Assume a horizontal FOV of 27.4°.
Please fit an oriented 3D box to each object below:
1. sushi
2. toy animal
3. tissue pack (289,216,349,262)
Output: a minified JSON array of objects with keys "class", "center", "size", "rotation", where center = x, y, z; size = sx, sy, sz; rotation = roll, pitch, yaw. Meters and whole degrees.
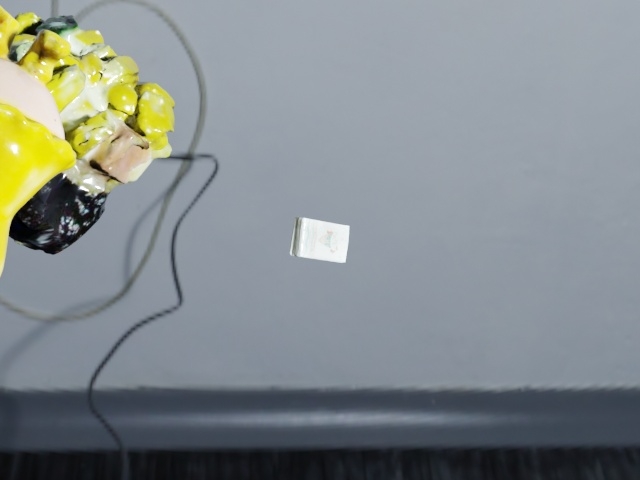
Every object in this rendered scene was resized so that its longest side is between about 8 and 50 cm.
[{"class":"sushi","center":[-0.387,-0.180,1.850],"size":[0.328,0.328,0.285],"rotation":[43,104,-13]},{"class":"toy animal","center":[-0.251,-0.048,0.891],"size":[0.156,0.156,0.230],"rotation":[30,89,-22]},{"class":"tissue pack","center":[0.000,0.000,1.839],"size":[0.023,0.108,0.056],"rotation":[7,90,37]}]
